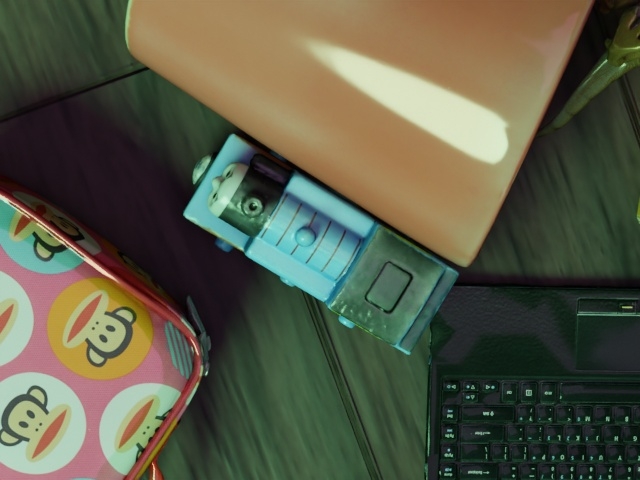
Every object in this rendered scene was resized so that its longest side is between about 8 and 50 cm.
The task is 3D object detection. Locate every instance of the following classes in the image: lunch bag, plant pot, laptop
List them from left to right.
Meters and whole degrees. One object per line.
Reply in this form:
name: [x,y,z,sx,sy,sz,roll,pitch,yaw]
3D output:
lunch bag: [-0.210,0.126,1.094,0.258,0.120,0.293,37,90,-8]
plant pot: [0.032,-0.153,1.037,0.243,0.275,0.275,23,93,3]
laptop: [0.192,0.167,1.130,0.234,0.136,0.264,1,95,-6]

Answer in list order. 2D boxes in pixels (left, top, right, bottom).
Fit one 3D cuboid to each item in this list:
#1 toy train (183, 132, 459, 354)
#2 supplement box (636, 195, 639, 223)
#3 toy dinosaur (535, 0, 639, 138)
toy train: [0.000,0.000,1.111,0.184,0.105,0.080,32,91,-8]
supplement box: [0.276,-0.115,1.143,0.080,0.078,0.233,13,94,-9]
toy dinosaur: [0.198,-0.125,1.082,0.211,0.112,0.064,-44,65,16]
